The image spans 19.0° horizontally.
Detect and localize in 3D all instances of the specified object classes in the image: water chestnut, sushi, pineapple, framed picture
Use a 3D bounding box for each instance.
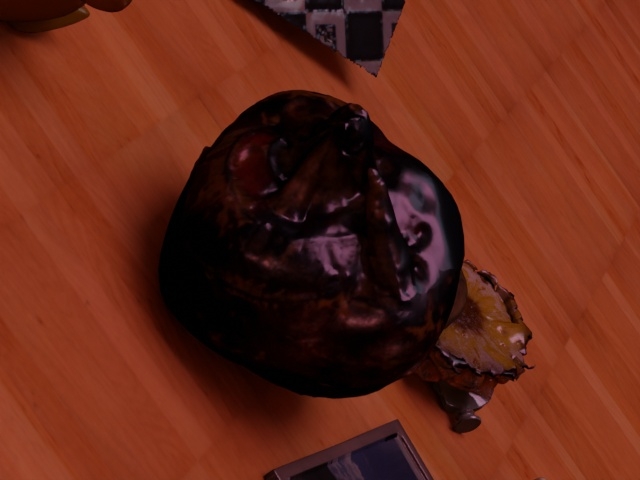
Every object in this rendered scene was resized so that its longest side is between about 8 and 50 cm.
[{"bbox_3d":[0.000,0.000,1.691,0.289,0.244,0.289,43,29,-32],"label":"water chestnut"},{"bbox_3d":[-0.002,-0.375,2.183,0.294,0.059,0.292,28,75,-37],"label":"sushi"},{"bbox_3d":[0.132,0.075,2.010,0.221,0.047,0.221,25,36,-20],"label":"pineapple"},{"bbox_3d":[0.057,0.268,1.745,0.189,0.023,0.260,59,26,11],"label":"framed picture"}]

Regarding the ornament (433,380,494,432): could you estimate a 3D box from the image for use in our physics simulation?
[{"bbox_3d":[0.146,0.154,2.004,0.068,0.041,0.092,29,43,-11],"label":"ornament"}]

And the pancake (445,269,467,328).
[{"bbox_3d":[0.052,-0.007,1.945,0.242,0.050,0.242,28,31,-18],"label":"pancake"}]

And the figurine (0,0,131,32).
[{"bbox_3d":[-0.236,-0.271,1.613,0.215,0.228,0.215,29,44,-32],"label":"figurine"}]

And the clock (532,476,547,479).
[{"bbox_3d":[0.316,0.423,1.916,0.379,0.120,0.276,40,36,-30],"label":"clock"}]
